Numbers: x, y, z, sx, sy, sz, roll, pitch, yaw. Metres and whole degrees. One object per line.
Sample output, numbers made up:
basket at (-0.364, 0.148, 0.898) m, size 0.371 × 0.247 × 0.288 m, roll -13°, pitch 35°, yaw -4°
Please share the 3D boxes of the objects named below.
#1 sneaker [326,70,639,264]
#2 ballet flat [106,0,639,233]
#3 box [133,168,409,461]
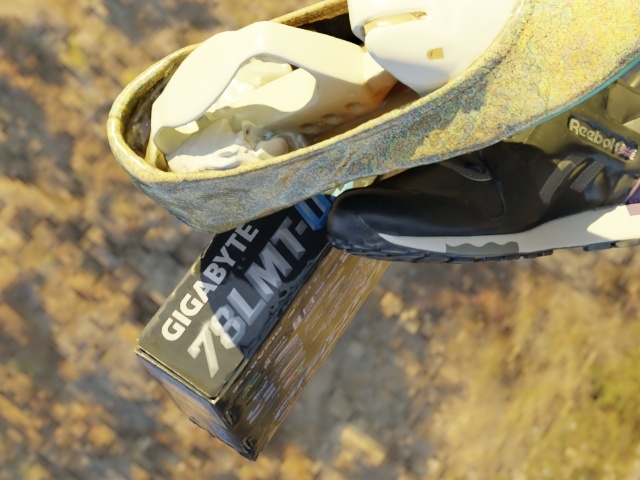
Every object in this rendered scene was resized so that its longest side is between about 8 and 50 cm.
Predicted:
sneaker at (0.121, -0.054, 1.162) m, size 0.107 × 0.283 × 0.124 m, roll 2°, pitch 97°, yaw 56°
ballet flat at (0.024, -0.095, 1.015) m, size 0.348 × 0.123 × 0.123 m, roll -21°, pitch 116°, yaw 35°
box at (0.000, 0.000, 1.315) m, size 0.073 × 0.295 × 0.293 m, roll 34°, pitch 171°, yaw 8°
